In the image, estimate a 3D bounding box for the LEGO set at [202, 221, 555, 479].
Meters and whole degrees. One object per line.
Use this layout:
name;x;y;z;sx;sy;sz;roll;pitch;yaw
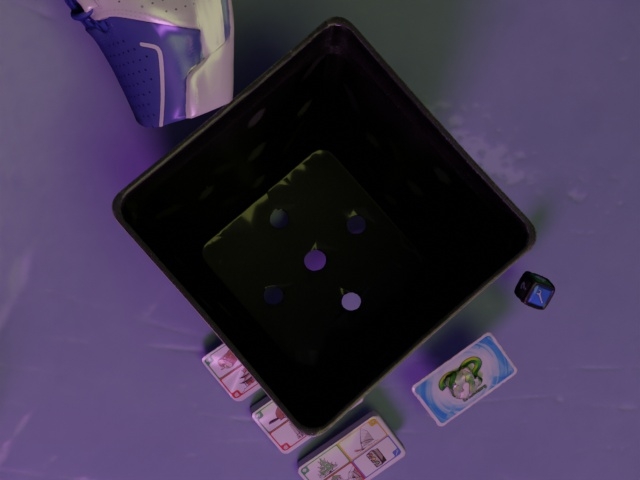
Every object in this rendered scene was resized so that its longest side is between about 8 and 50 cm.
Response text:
LEGO set;0.053;0.069;1.053;0.244;0.060;0.182;-36;120;3

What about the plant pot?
plant pot;0.000;0.000;0.902;0.188;0.167;0.187;-41;85;-7

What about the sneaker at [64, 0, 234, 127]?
sneaker;-0.172;-0.213;0.806;0.182;0.127;0.315;-18;107;-15
